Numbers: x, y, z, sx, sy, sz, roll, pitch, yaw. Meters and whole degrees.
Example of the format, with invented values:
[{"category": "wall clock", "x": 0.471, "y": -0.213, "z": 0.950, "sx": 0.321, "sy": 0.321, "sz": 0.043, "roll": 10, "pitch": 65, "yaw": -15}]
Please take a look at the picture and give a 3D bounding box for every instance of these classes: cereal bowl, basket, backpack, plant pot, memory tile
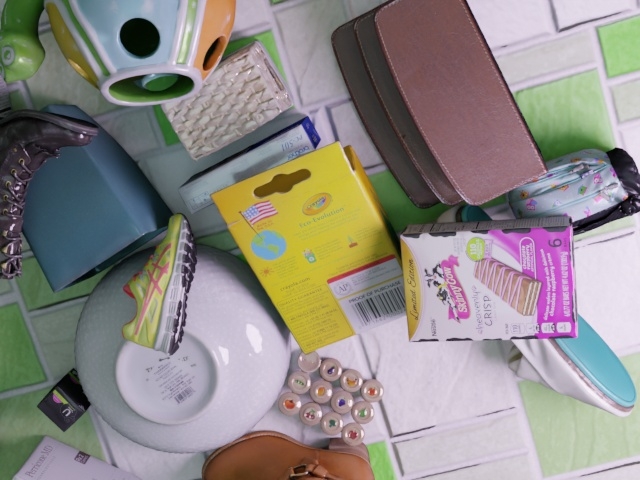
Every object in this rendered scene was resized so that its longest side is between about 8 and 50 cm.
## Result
[{"category": "cereal bowl", "x": -0.219, "y": 0.178, "z": 1.635, "sx": 0.339, "sy": 0.141, "sz": 0.339, "roll": 1, "pitch": 103, "yaw": 4}, {"category": "basket", "x": -0.137, "y": -0.201, "z": 1.548, "sx": 0.167, "sy": 0.103, "sz": 0.113, "roll": -28, "pitch": 101, "yaw": 10}, {"category": "backpack", "x": 0.362, "y": -0.067, "z": 1.529, "sx": 0.182, "sy": 0.152, "sz": 0.115, "roll": -20, "pitch": 86, "yaw": 13}, {"category": "plant pot", "x": -0.360, "y": -0.075, "z": 1.574, "sx": 0.165, "sy": 0.166, "sz": 0.234, "roll": -32, "pitch": 92, "yaw": 12}, {"category": "memory tile", "x": 0.017, "y": 0.245, "z": 1.673, "sx": 0.148, "sy": 0.012, "sz": 0.113, "roll": 25, "pitch": 84, "yaw": 2}]

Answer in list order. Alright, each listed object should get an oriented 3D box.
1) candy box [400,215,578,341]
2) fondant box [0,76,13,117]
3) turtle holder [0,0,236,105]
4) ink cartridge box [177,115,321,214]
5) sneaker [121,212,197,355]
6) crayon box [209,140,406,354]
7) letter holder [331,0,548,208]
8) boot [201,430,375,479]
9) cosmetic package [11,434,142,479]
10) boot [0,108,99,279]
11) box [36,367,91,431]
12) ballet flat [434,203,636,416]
[{"category": "candy box", "x": 0.233, "y": 0.055, "z": 1.479, "sx": 0.233, "sy": 0.071, "sz": 0.159, "roll": -3, "pitch": 102, "yaw": 15}, {"category": "fondant box", "x": -0.589, "y": -0.177, "z": 1.600, "sx": 0.238, "sy": 0.096, "sz": 0.330, "roll": -9, "pitch": 102, "yaw": 7}, {"category": "turtle holder", "x": -0.269, "y": -0.307, "z": 1.427, "sx": 0.320, "sy": 0.243, "sz": 0.227, "roll": -2, "pitch": 76, "yaw": -23}, {"category": "ink cartridge box", "x": -0.103, "y": -0.111, "z": 1.572, "sx": 0.207, "sy": 0.097, "sz": 0.046, "roll": -26, "pitch": 100, "yaw": 12}, {"category": "sneaker", "x": -0.234, "y": 0.055, "z": 1.528, "sx": 0.094, "sy": 0.081, "sz": 0.208, "roll": 6, "pitch": 69, "yaw": 8}, {"category": "crayon box", "x": 0.000, "y": 0.000, "z": 1.545, "sx": 0.202, "sy": 0.081, "sz": 0.318, "roll": -21, "pitch": 124, "yaw": 10}, {"category": "letter holder", "x": 0.154, "y": -0.195, "z": 1.501, "sx": 0.214, "sy": 0.152, "sz": 0.302, "roll": -26, "pitch": 101, "yaw": 13}, {"category": "boot", "x": -0.058, "y": 0.383, "z": 1.629, "sx": 0.283, "sy": 0.220, "sz": 0.109, "roll": 0, "pitch": 104, "yaw": 5}, {"category": "cosmetic package", "x": -0.409, "y": 0.438, "z": 1.711, "sx": 0.183, "sy": 0.151, "sz": 0.151, "roll": 26, "pitch": 105, "yaw": -3}, {"category": "boot", "x": -0.419, "y": -0.061, "z": 1.472, "sx": 0.263, "sy": 0.091, "sz": 0.229, "roll": 1, "pitch": 89, "yaw": 26}, {"category": "box", "x": -0.399, "y": 0.253, "z": 1.697, "sx": 0.052, "sy": 0.083, "sz": 0.062, "roll": -43, "pitch": 97, "yaw": 14}, {"category": "ballet flat", "x": 0.298, "y": 0.120, "z": 1.592, "sx": 0.139, "sy": 0.139, "sz": 0.400, "roll": -42, "pitch": 93, "yaw": 13}]
